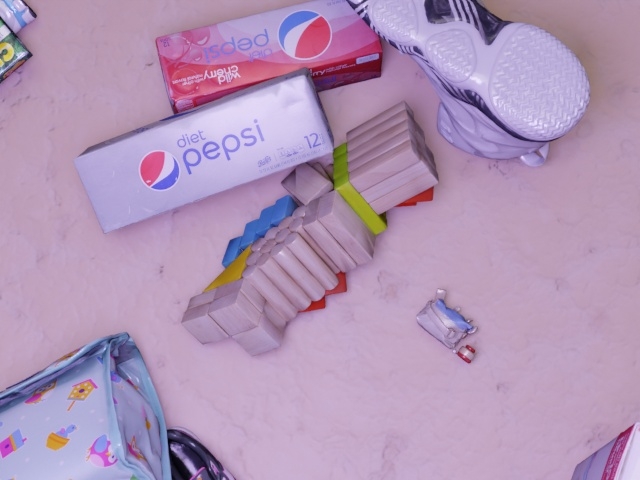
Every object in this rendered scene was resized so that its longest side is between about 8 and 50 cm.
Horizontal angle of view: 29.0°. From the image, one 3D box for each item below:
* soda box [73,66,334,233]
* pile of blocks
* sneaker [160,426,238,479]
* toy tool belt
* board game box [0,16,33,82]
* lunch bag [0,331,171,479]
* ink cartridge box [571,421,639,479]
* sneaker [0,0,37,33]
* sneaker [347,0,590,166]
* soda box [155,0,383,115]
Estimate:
[{"bbox_3d":[-0.132,-0.106,1.436,0.286,0.091,0.098,-20,102,6],"label":"soda box"},{"bbox_3d":[0.000,0.000,1.450,0.362,0.149,0.112,-41,121,0],"label":"pile of blocks"},{"bbox_3d":[-0.124,0.278,1.376,0.178,0.077,0.072,40,80,10],"label":"sneaker"},{"bbox_3d":[0.155,0.097,1.433,0.083,0.052,0.051,38,87,10],"label":"toy tool belt"},{"bbox_3d":[-0.492,-0.194,1.506,0.259,0.030,0.136,-40,85,0],"label":"board game box"},{"bbox_3d":[-0.284,0.219,1.321,0.223,0.160,0.262,-28,36,5],"label":"lunch bag"},{"bbox_3d":[0.370,0.297,1.242,0.226,0.306,0.131,18,75,6],"label":"ink cartridge box"},{"bbox_3d":[-0.452,-0.314,1.551,0.190,0.071,0.083,40,85,11],"label":"sneaker"},{"bbox_3d":[0.144,-0.223,1.438,0.366,0.210,0.137,43,80,12],"label":"sneaker"},{"bbox_3d":[-0.061,-0.223,1.508,0.263,0.083,0.092,-14,75,-3],"label":"soda box"}]
